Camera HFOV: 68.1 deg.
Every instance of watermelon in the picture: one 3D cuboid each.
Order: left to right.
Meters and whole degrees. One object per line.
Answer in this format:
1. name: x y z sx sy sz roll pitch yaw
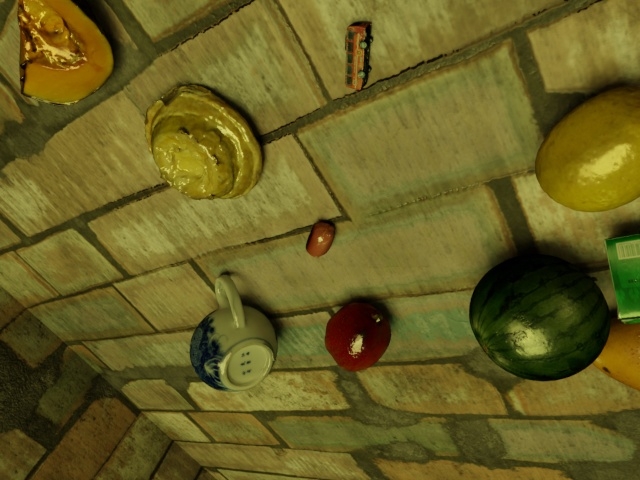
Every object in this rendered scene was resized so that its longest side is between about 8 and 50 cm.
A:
1. watermelon: 0.412 0.143 0.903 0.243 0.242 0.242 14 134 15

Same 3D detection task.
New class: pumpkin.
1. pumpkin: -0.507 -0.429 0.950 0.169 0.148 0.312 1 151 -31

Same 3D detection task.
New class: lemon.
1. lemon: 0.426 -0.134 0.702 0.170 0.170 0.207 33 134 -4

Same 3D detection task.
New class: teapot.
1. teapot: -0.266 0.299 1.401 0.280 0.253 0.423 32 129 53

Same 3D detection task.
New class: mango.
1. mango: 0.669 0.219 0.915 0.291 0.159 0.191 1 137 38

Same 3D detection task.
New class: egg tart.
1. egg tart: -0.269 -0.190 1.031 0.291 0.115 0.290 13 132 15

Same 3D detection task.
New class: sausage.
1. sausage: 0.001 0.000 1.106 0.054 0.059 0.094 14 133 -10

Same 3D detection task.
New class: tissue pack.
1. tissue pack: 0.618 0.058 0.804 0.209 0.147 0.156 -13 163 34

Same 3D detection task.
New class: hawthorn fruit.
1. hawthorn fruit: 0.104 0.238 1.200 0.169 0.169 0.188 42 130 -13

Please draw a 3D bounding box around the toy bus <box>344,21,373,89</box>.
1. toy bus: 0.064 -0.315 0.811 0.043 0.031 0.110 19 136 20
